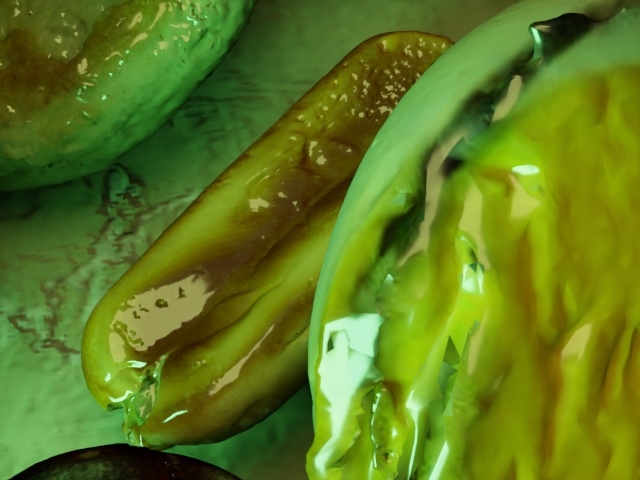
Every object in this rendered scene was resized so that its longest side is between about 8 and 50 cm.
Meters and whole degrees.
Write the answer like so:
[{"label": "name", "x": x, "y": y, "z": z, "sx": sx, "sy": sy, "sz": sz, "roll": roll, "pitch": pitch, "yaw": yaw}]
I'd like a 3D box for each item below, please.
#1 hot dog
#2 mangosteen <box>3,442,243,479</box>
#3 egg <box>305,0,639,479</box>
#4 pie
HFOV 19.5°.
[{"label": "hot dog", "x": 0.000, "y": 0.000, "z": 0.812, "sx": 0.100, "sy": 0.068, "sz": 0.249, "roll": 28, "pitch": 59, "yaw": 31}, {"label": "mangosteen", "x": -0.071, "y": 0.153, "z": 0.643, "sx": 0.166, "sy": 0.180, "sz": 0.166, "roll": 1, "pitch": 84, "yaw": -14}, {"label": "egg", "x": 0.099, "y": 0.037, "z": 0.720, "sx": 0.264, "sy": 0.174, "sz": 0.286, "roll": 31, "pitch": 79, "yaw": -27}, {"label": "pie", "x": -0.141, "y": -0.165, "z": 0.871, "sx": 0.302, "sy": 0.067, "sz": 0.302, "roll": -7, "pitch": 71, "yaw": 22}]
